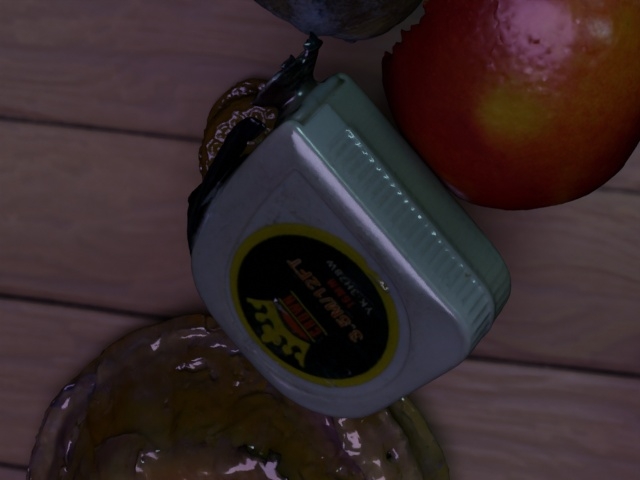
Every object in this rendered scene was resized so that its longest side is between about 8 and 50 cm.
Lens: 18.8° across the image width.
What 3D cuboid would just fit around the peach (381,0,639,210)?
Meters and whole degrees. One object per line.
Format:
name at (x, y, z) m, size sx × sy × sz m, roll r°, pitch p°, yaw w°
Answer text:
peach at (0.135, -0.140, 1.319) m, size 0.190 × 0.196 × 0.226 m, roll -17°, pitch 120°, yaw -14°

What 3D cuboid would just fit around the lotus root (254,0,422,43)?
lotus root at (0.039, -0.295, 1.315) m, size 0.158 × 0.140 × 0.322 m, roll 19°, pitch 105°, yaw 2°

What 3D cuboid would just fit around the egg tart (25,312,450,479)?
egg tart at (-0.071, 0.229, 1.480) m, size 0.352 × 0.150 × 0.352 m, roll 2°, pitch 103°, yaw 9°

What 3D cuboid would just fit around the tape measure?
tape measure at (0.000, 0.000, 1.352) m, size 0.235 × 0.115 × 0.207 m, roll 49°, pitch 135°, yaw -7°

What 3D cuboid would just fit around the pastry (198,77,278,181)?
pastry at (-0.042, -0.065, 1.434) m, size 0.097 × 0.057 × 0.109 m, roll -11°, pitch 106°, yaw 9°
